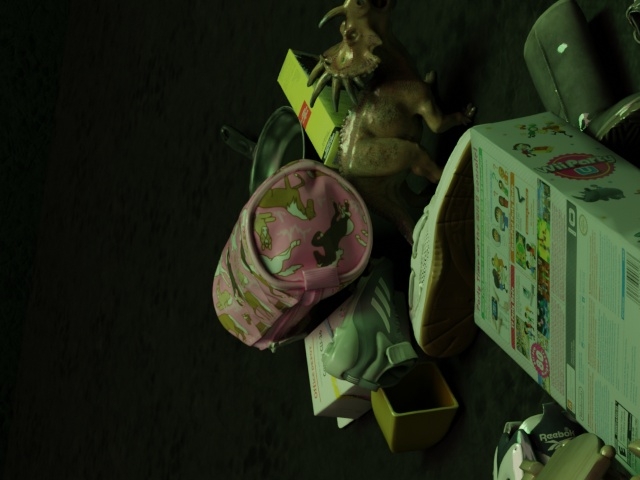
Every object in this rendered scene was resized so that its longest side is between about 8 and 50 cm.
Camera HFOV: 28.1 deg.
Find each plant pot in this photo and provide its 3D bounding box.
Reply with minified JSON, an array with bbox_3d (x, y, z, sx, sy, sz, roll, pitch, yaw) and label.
[{"bbox_3d":[0.105,0.201,1.492,0.081,0.081,0.083,-116,26,-48],"label":"plant pot"}]

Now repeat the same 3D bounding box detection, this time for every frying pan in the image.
[{"bbox_3d":[-0.085,-0.100,1.982,0.326,0.053,0.197,-7,77,65],"label":"frying pan"}]

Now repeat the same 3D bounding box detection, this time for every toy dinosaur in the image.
[{"bbox_3d":[0.067,-0.135,1.524,0.127,0.200,0.296,-5,79,63],"label":"toy dinosaur"}]

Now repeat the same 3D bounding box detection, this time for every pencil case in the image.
[{"bbox_3d":[-0.045,0.028,1.621,0.160,0.167,0.386,-46,-3,-18],"label":"pencil case"}]

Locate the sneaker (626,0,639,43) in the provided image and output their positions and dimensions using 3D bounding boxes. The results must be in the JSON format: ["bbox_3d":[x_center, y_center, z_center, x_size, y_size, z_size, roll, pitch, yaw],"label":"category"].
[{"bbox_3d":[0.320,-0.223,1.201,0.061,0.065,0.158,-43,46,51],"label":"sneaker"}]

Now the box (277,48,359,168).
[{"bbox_3d":[0.015,-0.181,1.770,0.058,0.087,0.232,-65,32,29],"label":"box"}]

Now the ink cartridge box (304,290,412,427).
[{"bbox_3d":[0.039,0.155,1.641,0.198,0.067,0.115,-47,42,48],"label":"ink cartridge box"}]

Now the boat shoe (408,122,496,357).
[{"bbox_3d":[0.147,-0.010,1.442,0.096,0.098,0.277,-132,53,-59],"label":"boat shoe"}]

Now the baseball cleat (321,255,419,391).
[{"bbox_3d":[0.071,0.104,1.500,0.206,0.109,0.072,-61,-2,-46],"label":"baseball cleat"}]

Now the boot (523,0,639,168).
[{"bbox_3d":[0.274,-0.157,1.270,0.189,0.076,0.208,127,148,-52],"label":"boot"}]

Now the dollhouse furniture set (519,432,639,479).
[{"bbox_3d":[0.343,0.213,0.959,0.174,0.303,0.355,-56,-1,-7],"label":"dollhouse furniture set"}]

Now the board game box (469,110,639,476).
[{"bbox_3d":[0.245,0.039,1.154,0.303,0.097,0.224,-132,33,-56],"label":"board game box"}]

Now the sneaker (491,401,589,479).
[{"bbox_3d":[0.230,0.236,1.207,0.235,0.094,0.153,-162,73,-73],"label":"sneaker"}]
